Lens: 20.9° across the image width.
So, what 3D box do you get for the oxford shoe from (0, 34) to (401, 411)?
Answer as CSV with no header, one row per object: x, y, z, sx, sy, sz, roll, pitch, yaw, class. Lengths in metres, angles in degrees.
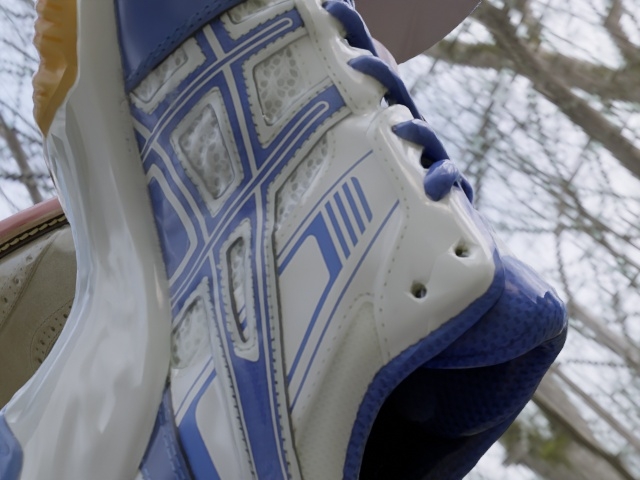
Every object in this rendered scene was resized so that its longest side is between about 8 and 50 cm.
-0.102,0.052,0.931,0.140,0.146,0.397,19,-49,-41,oxford shoe

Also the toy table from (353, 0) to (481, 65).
-0.011,-0.215,1.029,0.252,0.161,0.274,-44,-25,5,toy table

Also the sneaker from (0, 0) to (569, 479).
0.000,0.000,0.435,0.131,0.296,0.112,-4,-20,19,sneaker

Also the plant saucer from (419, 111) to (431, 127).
0.050,-0.060,1.013,0.013,0.083,0.083,-36,-61,-8,plant saucer
